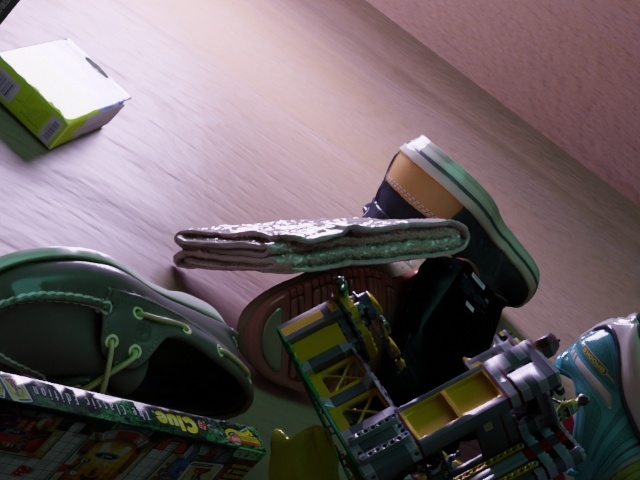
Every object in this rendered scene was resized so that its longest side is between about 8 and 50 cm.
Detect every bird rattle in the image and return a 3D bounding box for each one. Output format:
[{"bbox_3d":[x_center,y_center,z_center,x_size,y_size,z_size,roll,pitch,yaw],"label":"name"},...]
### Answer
[{"bbox_3d":[0.024,0.267,1.038,0.253,0.143,0.207,49,4,6],"label":"bird rattle"}]

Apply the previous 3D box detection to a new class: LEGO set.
[{"bbox_3d":[0.121,0.171,1.074,0.331,0.192,0.255,66,-7,-25],"label":"LEGO set"}]

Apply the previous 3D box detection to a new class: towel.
[{"bbox_3d":[0.000,0.000,1.382,0.282,0.049,0.187,-5,6,-44],"label":"towel"}]

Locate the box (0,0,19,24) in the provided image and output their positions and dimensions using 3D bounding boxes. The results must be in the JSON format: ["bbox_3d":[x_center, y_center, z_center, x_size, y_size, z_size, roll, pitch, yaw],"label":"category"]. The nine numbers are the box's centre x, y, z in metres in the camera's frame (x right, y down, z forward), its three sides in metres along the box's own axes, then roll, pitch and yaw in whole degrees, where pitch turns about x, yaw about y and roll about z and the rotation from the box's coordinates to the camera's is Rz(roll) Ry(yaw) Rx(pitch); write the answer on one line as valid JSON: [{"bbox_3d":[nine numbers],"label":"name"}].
[{"bbox_3d":[-0.427,-0.336,1.316,0.270,0.165,0.143,26,27,-39],"label":"box"}]

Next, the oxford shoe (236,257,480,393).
[{"bbox_3d":[0.023,0.085,1.444,0.146,0.141,0.397,10,8,36],"label":"oxford shoe"}]

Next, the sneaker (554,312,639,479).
[{"bbox_3d":[0.266,0.198,1.083,0.107,0.110,0.275,27,45,-45],"label":"sneaker"}]

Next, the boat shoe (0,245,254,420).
[{"bbox_3d":[-0.163,0.086,1.056,0.305,0.109,0.091,22,24,-53],"label":"boat shoe"}]

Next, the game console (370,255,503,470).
[{"bbox_3d":[0.188,0.191,1.488,0.361,0.044,0.213,47,54,-38],"label":"game console"}]

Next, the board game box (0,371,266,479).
[{"bbox_3d":[-0.168,0.155,0.867,0.259,0.136,0.030,21,33,-46],"label":"board game box"}]

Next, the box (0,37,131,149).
[{"bbox_3d":[-0.286,-0.165,1.422,0.109,0.042,0.178,44,20,0],"label":"box"}]

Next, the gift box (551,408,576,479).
[{"bbox_3d":[0.262,0.298,1.246,0.276,0.255,0.258,55,20,15],"label":"gift box"}]

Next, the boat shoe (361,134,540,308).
[{"bbox_3d":[0.177,0.012,1.792,0.187,0.156,0.500,41,0,24],"label":"boat shoe"}]
